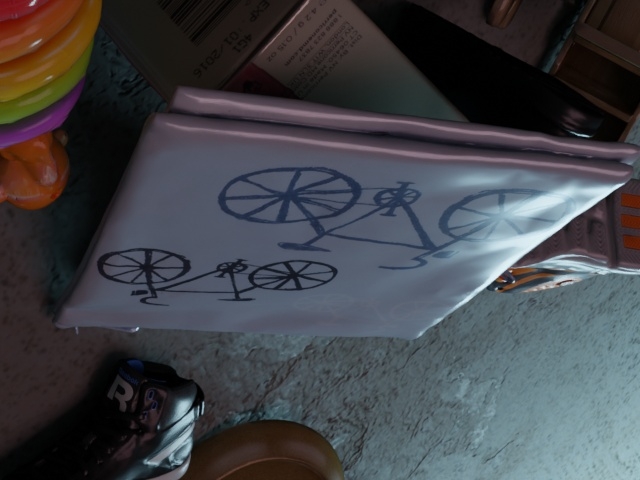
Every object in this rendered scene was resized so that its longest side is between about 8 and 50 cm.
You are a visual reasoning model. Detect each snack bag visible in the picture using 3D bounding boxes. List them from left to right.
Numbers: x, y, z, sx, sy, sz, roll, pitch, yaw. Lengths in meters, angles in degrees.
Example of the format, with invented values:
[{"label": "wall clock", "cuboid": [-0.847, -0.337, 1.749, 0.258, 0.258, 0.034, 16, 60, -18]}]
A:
[{"label": "snack bag", "cuboid": [0.000, 0.000, 0.907, 0.323, 0.037, 0.342, 3, 156, -20]}]

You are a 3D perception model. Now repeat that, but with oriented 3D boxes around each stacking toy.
[{"label": "stacking toy", "cuboid": [-0.188, -0.117, 0.747, 0.175, 0.165, 0.302, -48, 159, -26]}]

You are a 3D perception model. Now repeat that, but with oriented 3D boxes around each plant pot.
[{"label": "plant pot", "cuboid": [-0.071, 0.286, 1.268, 0.236, 0.032, 0.236, -14, 120, -25]}]

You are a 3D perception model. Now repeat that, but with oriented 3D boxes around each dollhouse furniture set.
[{"label": "dollhouse furniture set", "cuboid": [0.253, -0.150, 1.154, 0.161, 0.212, 0.242, -62, 171, 12]}]

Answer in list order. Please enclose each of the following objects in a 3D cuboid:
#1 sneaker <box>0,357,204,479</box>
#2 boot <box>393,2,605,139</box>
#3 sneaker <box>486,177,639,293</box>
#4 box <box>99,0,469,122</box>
[{"label": "sneaker", "cuboid": [-0.186, 0.159, 1.050, 0.217, 0.079, 0.121, -20, 132, -49]}, {"label": "boot", "cuboid": [0.097, -0.058, 1.030, 0.094, 0.246, 0.207, 17, 105, -35]}, {"label": "sneaker", "cuboid": [0.170, -0.006, 1.257, 0.321, 0.180, 0.125, 14, 71, -22]}, {"label": "box", "cuboid": [-0.024, -0.121, 0.898, 0.127, 0.148, 0.232, -46, 146, 6]}]
